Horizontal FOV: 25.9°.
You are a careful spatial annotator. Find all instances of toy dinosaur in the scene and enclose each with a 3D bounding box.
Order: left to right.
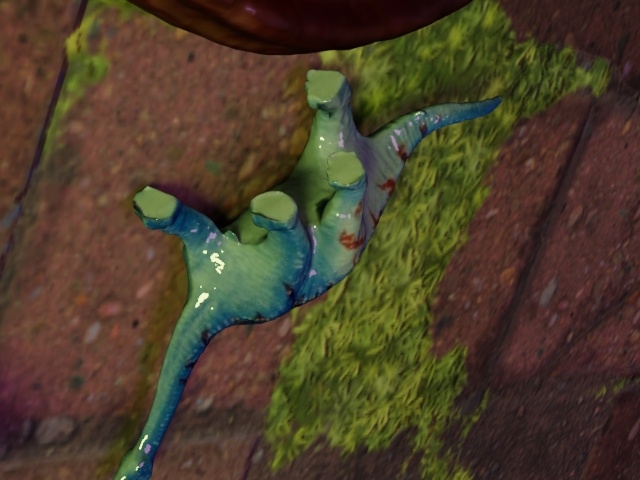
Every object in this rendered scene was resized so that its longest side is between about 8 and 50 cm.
[{"bbox_3d":[-0.013,-0.008,0.743,0.329,0.076,0.144,-47,150,-16],"label":"toy dinosaur"}]

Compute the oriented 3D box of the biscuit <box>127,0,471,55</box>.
[{"bbox_3d":[0.034,-0.267,0.579,0.407,0.091,0.407,-25,132,-31],"label":"biscuit"}]
